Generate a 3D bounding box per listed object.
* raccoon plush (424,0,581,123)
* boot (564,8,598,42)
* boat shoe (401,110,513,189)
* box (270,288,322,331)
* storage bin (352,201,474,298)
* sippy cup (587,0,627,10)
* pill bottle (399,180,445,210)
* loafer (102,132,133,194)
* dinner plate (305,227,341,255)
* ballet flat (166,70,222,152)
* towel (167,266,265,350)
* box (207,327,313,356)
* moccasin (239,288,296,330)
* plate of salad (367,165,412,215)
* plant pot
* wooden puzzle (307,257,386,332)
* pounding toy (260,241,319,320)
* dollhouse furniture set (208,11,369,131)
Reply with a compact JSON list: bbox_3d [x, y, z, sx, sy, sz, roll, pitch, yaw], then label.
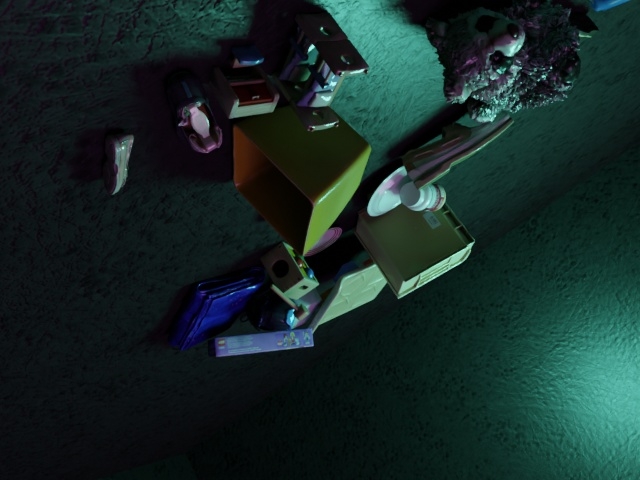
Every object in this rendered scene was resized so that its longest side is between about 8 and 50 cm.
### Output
[{"bbox_3d":[0.328,-0.316,1.223,0.298,0.216,0.446,-19,158,-14],"label":"raccoon plush"},{"bbox_3d":[0.566,-0.469,1.388,0.197,0.077,0.137,-11,156,-44],"label":"boot"},{"bbox_3d":[0.352,-0.255,1.507,0.302,0.103,0.113,-33,175,0],"label":"boat shoe"},{"bbox_3d":[-0.085,0.192,1.887,0.090,0.130,0.170,-19,157,-31],"label":"box"},{"bbox_3d":[0.276,-0.014,1.747,0.260,0.262,0.123,-27,158,-13],"label":"storage bin"},{"bbox_3d":[0.447,-0.473,0.846,0.240,0.224,0.305,-32,-167,-37],"label":"sippy cup"},{"bbox_3d":[0.282,-0.125,1.625,0.086,0.086,0.152,-43,158,28],"label":"pill bottle"},{"bbox_3d":[-0.319,-0.121,0.927,0.039,0.045,0.125,-26,158,-36],"label":"loafer"},{"bbox_3d":[0.000,0.000,1.727,0.141,0.017,0.141,-27,159,-11],"label":"dinner plate"},{"bbox_3d":[-0.195,-0.181,0.928,0.074,0.074,0.203,-29,160,-10],"label":"ballet flat"},{"bbox_3d":[-0.297,0.203,1.675,0.227,0.076,0.308,-14,154,-39],"label":"towel"},{"bbox_3d":[-0.189,0.314,1.786,0.293,0.057,0.201,-3,169,-17],"label":"box"},{"bbox_3d":[-0.168,0.202,1.768,0.116,0.138,0.342,14,165,-17],"label":"moccasin"},{"bbox_3d":[0.202,-0.148,1.631,0.199,0.048,0.200,-34,155,-18],"label":"plate of salad"},{"bbox_3d":[-0.027,-0.138,1.109,0.187,0.212,0.212,-38,164,-22],"label":"plant pot"},{"bbox_3d":[0.115,0.142,1.912,0.347,0.081,0.322,-26,158,-35],"label":"wooden puzzle"},{"bbox_3d":[-0.070,0.110,1.599,0.094,0.206,0.181,-35,160,8],"label":"pounding toy"},{"bbox_3d":[-0.049,-0.250,0.892,0.183,0.129,0.129,-18,156,-34],"label":"dollhouse furniture set"}]
